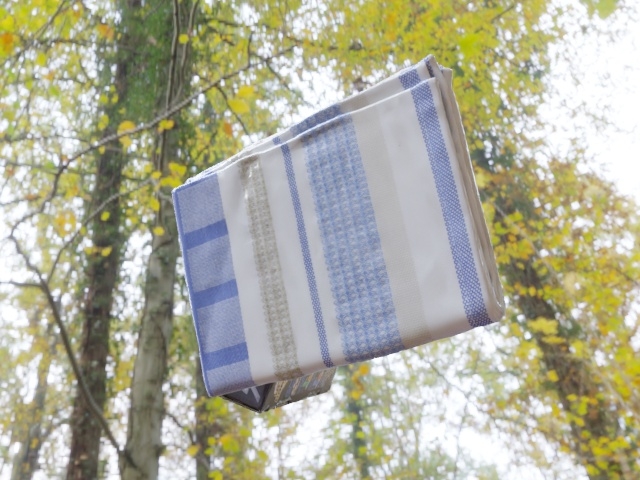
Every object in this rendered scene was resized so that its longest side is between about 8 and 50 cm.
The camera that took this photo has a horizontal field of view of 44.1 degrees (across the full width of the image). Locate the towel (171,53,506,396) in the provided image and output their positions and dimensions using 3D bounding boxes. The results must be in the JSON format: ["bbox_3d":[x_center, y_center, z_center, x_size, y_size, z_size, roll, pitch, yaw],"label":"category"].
[{"bbox_3d":[0.000,0.000,0.640,0.285,0.209,0.034,-21,-17,31],"label":"towel"}]

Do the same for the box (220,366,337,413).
[{"bbox_3d":[-0.006,0.061,1.012,0.073,0.295,0.293,20,1,18],"label":"box"}]
